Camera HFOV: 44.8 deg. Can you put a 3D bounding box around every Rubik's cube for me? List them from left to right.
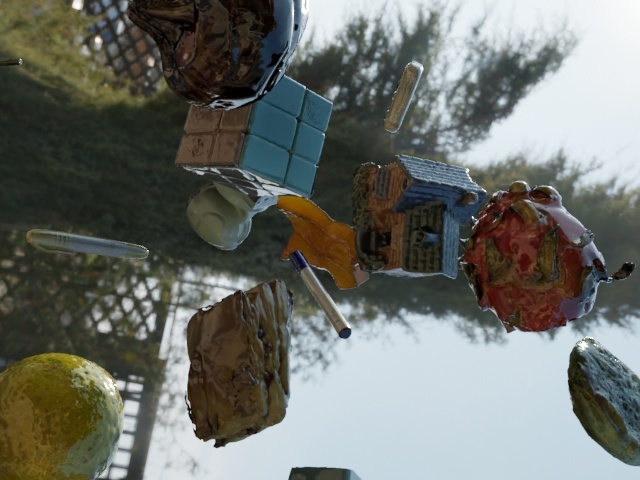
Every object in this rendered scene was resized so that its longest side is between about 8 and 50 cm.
[{"bbox_3d":[-0.142,-0.231,1.669,0.221,0.231,0.225,5,-101,45],"label":"Rubik's cube"}]

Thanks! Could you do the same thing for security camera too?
[{"bbox_3d":[-0.230,-0.105,2.010,0.277,0.191,0.197,-51,165,30],"label":"security camera"}]

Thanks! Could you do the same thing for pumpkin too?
[{"bbox_3d":[0.016,0.020,1.855,0.095,0.290,0.258,-45,152,-24],"label":"pumpkin"}]

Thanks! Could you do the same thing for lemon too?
[{"bbox_3d":[-0.668,0.446,1.906,0.350,0.387,0.350,-30,-126,51],"label":"lemon"}]

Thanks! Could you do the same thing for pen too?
[{"bbox_3d":[-0.403,0.013,1.362,0.032,0.233,0.040,-11,-106,43],"label":"pen"},{"bbox_3d":[-0.002,0.110,1.632,0.269,0.033,0.033,54,-49,46],"label":"pen"}]

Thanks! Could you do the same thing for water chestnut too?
[{"bbox_3d":[-0.153,-0.349,1.239,0.289,0.244,0.289,-60,-178,3],"label":"water chestnut"}]

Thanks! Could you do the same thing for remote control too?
[{"bbox_3d":[0.142,-0.248,1.339,0.074,0.032,0.122,-59,170,-70],"label":"remote control"}]

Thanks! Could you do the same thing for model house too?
[{"bbox_3d":[0.157,-0.035,1.219,0.172,0.166,0.183,-8,-104,61],"label":"model house"}]

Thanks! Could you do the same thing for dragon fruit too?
[{"bbox_3d":[0.419,0.025,1.529,0.269,0.250,0.291,-15,-89,56],"label":"dragon fruit"}]

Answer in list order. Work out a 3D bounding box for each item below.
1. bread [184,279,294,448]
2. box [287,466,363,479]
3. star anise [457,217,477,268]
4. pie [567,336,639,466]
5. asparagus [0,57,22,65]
[{"bbox_3d":[-0.183,0.244,1.603,0.277,0.167,0.324,-36,-139,46],"label":"bread"},{"bbox_3d":[0.023,0.534,1.517,0.227,0.162,0.130,57,36,-45],"label":"box"},{"bbox_3d":[0.444,0.059,1.981,0.129,0.283,0.212,-47,-128,-11],"label":"star anise"},{"bbox_3d":[0.600,0.319,1.580,0.078,0.277,0.277,-35,-140,39],"label":"pie"},{"bbox_3d":[-0.722,-0.397,1.730,0.015,0.127,0.018,-69,155,-48],"label":"asparagus"}]
